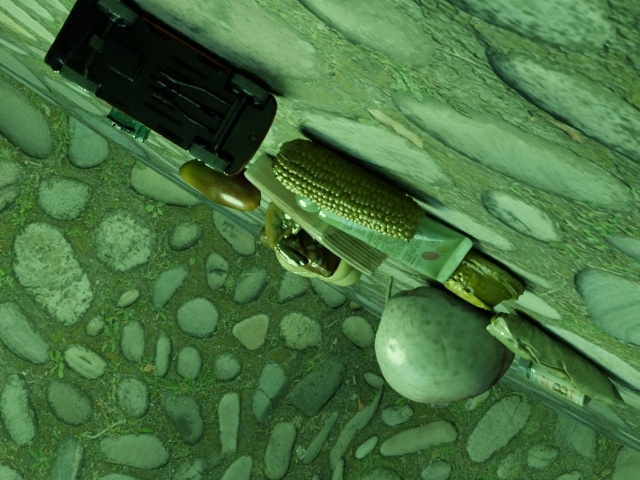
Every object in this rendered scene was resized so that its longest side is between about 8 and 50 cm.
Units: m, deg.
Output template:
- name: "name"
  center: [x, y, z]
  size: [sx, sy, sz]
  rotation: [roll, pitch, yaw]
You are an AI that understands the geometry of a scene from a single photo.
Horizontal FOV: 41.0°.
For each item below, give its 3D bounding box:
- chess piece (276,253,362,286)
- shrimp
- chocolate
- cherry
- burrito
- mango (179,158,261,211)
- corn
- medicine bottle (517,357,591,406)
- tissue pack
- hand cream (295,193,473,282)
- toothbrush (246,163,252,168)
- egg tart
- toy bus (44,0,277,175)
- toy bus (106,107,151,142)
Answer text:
- name: "chess piece"
  center: [0.015, 0.046, 2.312]
  size: [0.167, 0.167, 0.299]
  rotation: [27, 177, 30]
- name: "shrimp"
  center: [0.000, 0.000, 1.920]
  size: [0.296, 0.169, 0.058]
  rotation: [30, -160, 16]
- name: "chocolate"
  center: [-0.035, -0.020, 2.014]
  size: [0.214, 0.148, 0.093]
  rotation: [28, 168, 7]
- name: "cherry"
  center: [0.292, 0.257, 2.141]
  size: [0.335, 0.291, 0.326]
  rotation: [-2, 141, 44]
- name: "burrito"
  center: [0.522, 0.264, 1.914]
  size: [0.392, 0.076, 0.117]
  rotation: [33, 175, -19]
- name: "mango"
  center: [-0.254, -0.151, 2.156]
  size: [0.267, 0.111, 0.133]
  rotation: [25, -172, 35]
- name: "corn"
  center: [0.043, -0.081, 1.376]
  size: [0.260, 0.091, 0.091]
  rotation: [30, 136, 9]
- name: "medicine bottle"
  center: [0.588, 0.333, 2.121]
  size: [0.183, 0.086, 0.086]
  rotation: [26, 172, 34]
- name: "tissue pack"
  center: [-0.015, -0.054, 1.706]
  size: [0.170, 0.071, 0.325]
  rotation: [38, -178, -41]
- name: "hand cream"
  center: [0.103, -0.032, 1.470]
  size: [0.305, 0.093, 0.147]
  rotation: [30, 145, 4]
- name: "toothbrush"
  center: [-0.230, -0.214, 1.979]
  size: [0.204, 0.022, 0.017]
  rotation: [30, 178, -25]
- name: "egg tart"
  center: [0.275, 0.068, 1.556]
  size: [0.191, 0.074, 0.191]
  rotation: [33, 175, 3]
- name: "toy bus"
  center: [-0.226, -0.230, 1.274]
  size: [0.329, 0.143, 0.153]
  rotation: [30, -176, -2]
- name: "toy bus"
  center: [-0.439, -0.292, 2.015]
  size: [0.079, 0.092, 0.160]
  rotation: [29, 180, 0]
